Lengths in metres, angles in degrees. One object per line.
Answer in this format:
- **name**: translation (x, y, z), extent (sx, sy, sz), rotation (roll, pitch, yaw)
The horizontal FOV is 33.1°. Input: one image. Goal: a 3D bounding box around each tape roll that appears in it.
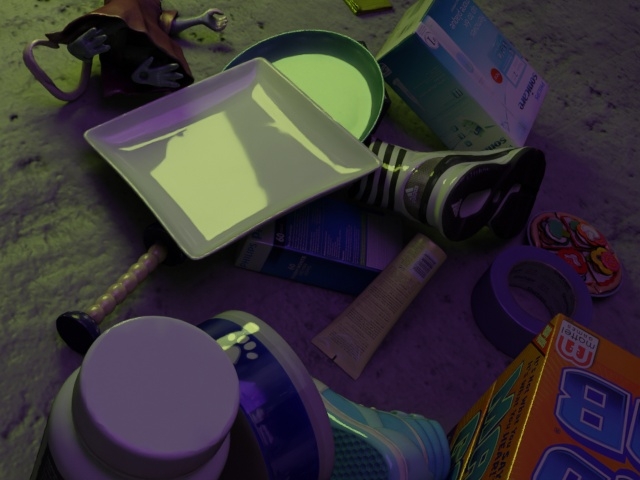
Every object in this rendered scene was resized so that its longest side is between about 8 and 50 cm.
- **tape roll**: translation (0.354, 0.106, 1.806), extent (0.189, 0.080, 0.189), rotation (13, 50, -15)

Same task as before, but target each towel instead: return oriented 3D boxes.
- **towel**: translation (0.052, -0.563, 2.241), extent (0.102, 0.021, 0.237), rotation (-18, 63, -32)

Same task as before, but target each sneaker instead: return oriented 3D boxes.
- **sneaker**: translation (0.209, -0.118, 1.834), extent (0.257, 0.169, 0.447), rotation (24, 15, 27)
- **sneaker**: translation (0.044, 0.268, 1.510), extent (0.208, 0.127, 0.319), rotation (6, 21, -47)

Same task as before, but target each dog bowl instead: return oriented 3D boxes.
- **dog bowl**: translation (-0.105, 0.229, 1.383), extent (0.104, 0.265, 0.265), rotation (-27, 68, -34)

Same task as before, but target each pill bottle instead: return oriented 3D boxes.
- **pill bottle**: translation (-0.223, 0.254, 1.248), extent (0.204, 0.361, 0.204), rotation (12, 51, -15)

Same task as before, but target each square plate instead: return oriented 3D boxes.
- **square plate**: translation (-0.139, -0.131, 1.685), extent (0.347, 0.049, 0.344), rotation (-28, 53, -24)

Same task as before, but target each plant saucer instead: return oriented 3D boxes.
- **plant saucer**: translation (-0.044, -0.223, 1.819), extent (0.317, 0.044, 0.318), rotation (-7, 58, 11)

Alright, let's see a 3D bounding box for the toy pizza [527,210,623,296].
- **toy pizza**: translation (0.465, 0.016, 1.942), extent (0.201, 0.032, 0.201), rotation (16, 44, -16)

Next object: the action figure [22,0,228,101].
- **action figure**: translation (-0.327, -0.381, 1.870), extent (0.275, 0.248, 0.370), rotation (-23, 40, 12)

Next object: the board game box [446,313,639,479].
- **board game box**: translation (0.335, 0.393, 1.386), extent (0.356, 0.356, 0.357), rotation (30, 48, 0)

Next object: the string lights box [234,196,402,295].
- **string lights box**: translation (0.000, 0.000, 1.736), extent (0.259, 0.077, 0.133), rotation (14, 49, -13)

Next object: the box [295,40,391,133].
- **box**: translation (0.023, -0.279, 1.957), extent (0.156, 0.093, 0.158), rotation (-4, 57, -26)

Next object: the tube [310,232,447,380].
- **tube**: translation (0.096, 0.095, 1.664), extent (0.240, 0.062, 0.070), rotation (-49, 38, -7)

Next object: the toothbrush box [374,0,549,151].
- **toothbrush box**: translation (0.265, -0.304, 2.001), extent (0.295, 0.126, 0.216), rotation (46, 46, -14)

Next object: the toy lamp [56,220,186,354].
- **toy lamp**: translation (-0.272, 0.051, 1.577), extent (0.080, 0.080, 0.275), rotation (34, 47, 5)
